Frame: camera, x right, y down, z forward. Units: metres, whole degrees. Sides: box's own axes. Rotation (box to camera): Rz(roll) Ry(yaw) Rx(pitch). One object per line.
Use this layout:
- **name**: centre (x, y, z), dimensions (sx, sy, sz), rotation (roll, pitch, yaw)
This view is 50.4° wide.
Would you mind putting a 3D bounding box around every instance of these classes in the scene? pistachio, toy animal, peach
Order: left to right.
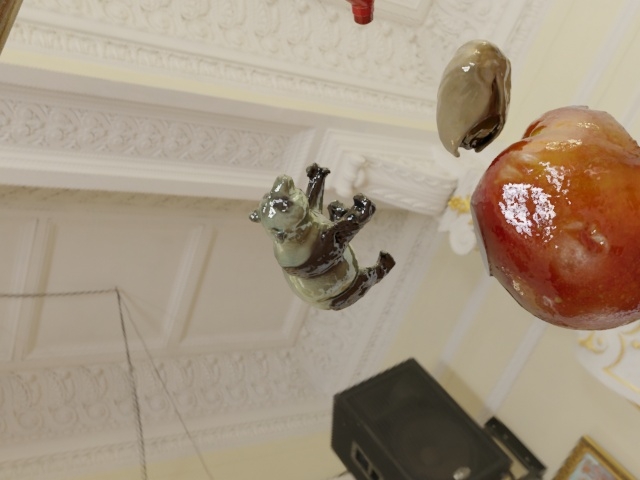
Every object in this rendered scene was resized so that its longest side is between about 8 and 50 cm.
- **toy animal**: centre (0.000, 0.000, 0.759), dimensions (0.121, 0.094, 0.225), rotation (-45, -30, -9)
- **pistachio**: centre (0.289, -0.266, 1.299), dimensions (0.138, 0.153, 0.237), rotation (-8, -55, -10)
- **peach**: centre (0.439, -0.029, 1.239), dimensions (0.310, 0.405, 0.335), rotation (-21, -3, 2)

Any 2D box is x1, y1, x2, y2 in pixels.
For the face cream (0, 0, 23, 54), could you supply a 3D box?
- **face cream**: centre (-0.329, -0.159, 0.533), dimensions (0.139, 0.067, 0.285), rotation (27, -70, -18)

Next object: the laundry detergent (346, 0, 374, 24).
- **laundry detergent**: centre (0.047, -0.360, 0.903), dimensions (0.097, 0.049, 0.165), rotation (-34, -38, -19)
